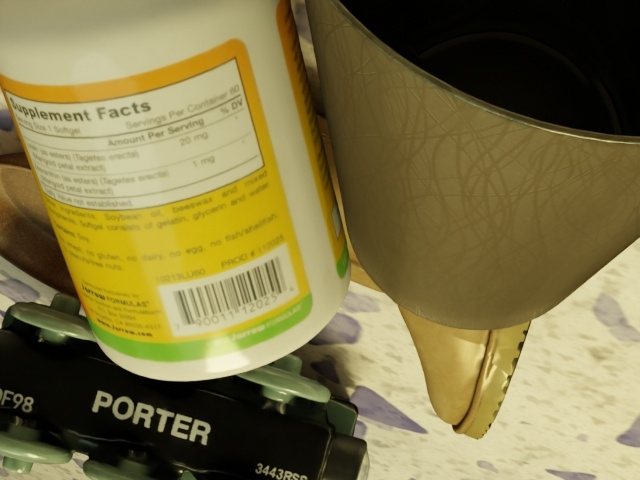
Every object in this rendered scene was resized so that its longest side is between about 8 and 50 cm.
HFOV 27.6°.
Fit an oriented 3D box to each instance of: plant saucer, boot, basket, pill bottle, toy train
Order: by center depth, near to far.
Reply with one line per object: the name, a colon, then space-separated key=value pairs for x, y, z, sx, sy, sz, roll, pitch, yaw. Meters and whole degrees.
basket: x=0.081 y=-0.059 z=0.546 sx=0.204 sy=0.154 sz=0.227 roll=22 pitch=157 yaw=8
pill bottle: x=-0.074 y=-0.069 z=0.605 sx=0.136 sy=0.136 sz=0.245 roll=7 pitch=127 yaw=30
boot: x=0.000 y=0.000 z=0.788 sx=0.269 sy=0.089 sz=0.236 roll=18 pitch=140 yaw=8
plant saucer: x=-0.174 y=-0.008 z=0.959 sx=0.198 sy=0.036 sz=0.198 roll=19 pitch=152 yaw=10
toy train: x=-0.122 y=0.137 z=1.031 sx=0.334 sy=0.142 sz=0.190 roll=15 pitch=175 yaw=5
